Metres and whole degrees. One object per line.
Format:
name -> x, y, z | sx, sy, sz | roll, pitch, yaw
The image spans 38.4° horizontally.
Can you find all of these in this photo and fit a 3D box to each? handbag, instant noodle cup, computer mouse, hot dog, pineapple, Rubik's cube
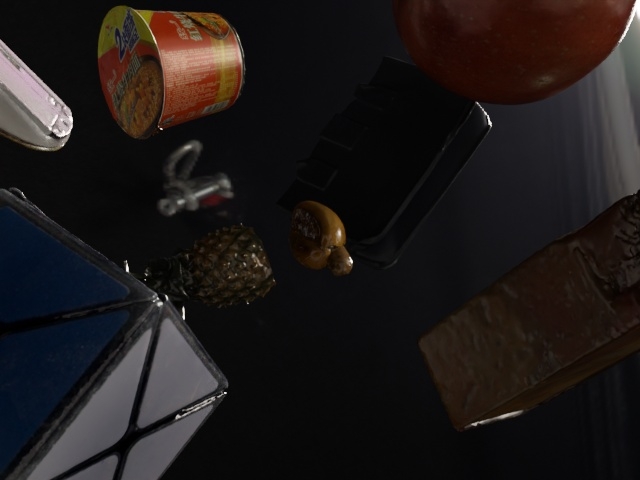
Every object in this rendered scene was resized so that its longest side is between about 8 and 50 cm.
handbag -> 0.094, -0.133, 1.498 | 0.325, 0.269, 0.118 | -52, -40, -10
instant noodle cup -> -0.237, -0.281, 1.496 | 0.174, 0.213, 0.213 | -16, -79, -37
computer mouse -> -0.353, -0.181, 0.922 | 0.056, 0.126, 0.245 | -38, -65, 13
hot dog -> 0.001, -0.002, 1.299 | 0.060, 0.140, 0.090 | 19, -81, -29
pineapple -> -0.193, 0.055, 1.270 | 0.251, 0.125, 0.125 | -18, -77, -17
Rubik's cube -> -0.284, 0.144, 0.958 | 0.260, 0.259, 0.255 | -49, -25, -15

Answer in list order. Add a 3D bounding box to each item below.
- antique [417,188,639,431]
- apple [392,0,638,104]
antique -> 0.206, 0.034, 0.651 | 0.093, 0.310, 0.087 | -3, -118, -40
apple -> 0.235, -0.341, 1.130 | 0.277, 0.348, 0.348 | 5, -90, -10
